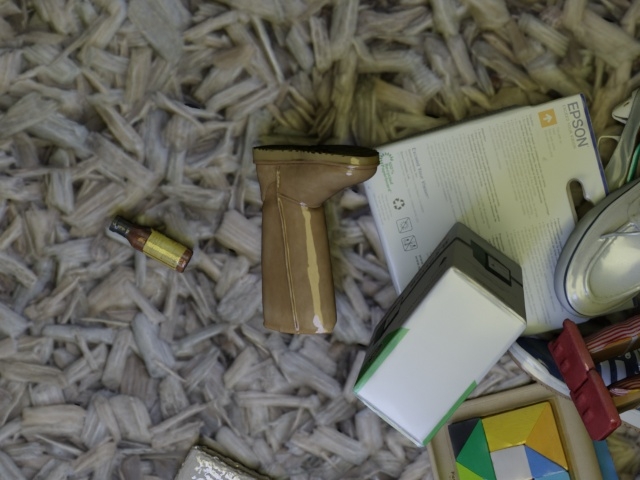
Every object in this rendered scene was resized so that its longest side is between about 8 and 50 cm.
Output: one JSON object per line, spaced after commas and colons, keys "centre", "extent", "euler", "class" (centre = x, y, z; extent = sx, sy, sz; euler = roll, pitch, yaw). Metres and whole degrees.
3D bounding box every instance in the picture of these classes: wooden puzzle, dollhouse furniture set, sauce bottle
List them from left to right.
{"centre": [-0.252, 0.002, 1.828], "extent": [0.128, 0.042, 0.042], "euler": [30, 103, -2], "class": "sauce bottle"}
{"centre": [0.282, 0.327, 1.796], "extent": [0.238, 0.044, 0.221], "euler": [-15, 70, 6], "class": "wooden puzzle"}
{"centre": [0.440, 0.111, 1.524], "extent": [0.201, 0.374, 0.152], "euler": [-18, 70, -11], "class": "dollhouse furniture set"}

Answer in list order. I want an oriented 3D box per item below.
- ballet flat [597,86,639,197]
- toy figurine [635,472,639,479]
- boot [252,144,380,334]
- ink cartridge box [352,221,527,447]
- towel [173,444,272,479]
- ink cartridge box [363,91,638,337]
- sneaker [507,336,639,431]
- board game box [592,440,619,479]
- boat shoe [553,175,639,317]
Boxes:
{"centre": [0.428, -0.151, 1.718], "extent": [0.068, 0.072, 0.213], "euler": [24, 102, 21], "class": "ballet flat"}
{"centre": [0.505, 0.459, 1.766], "extent": [0.213, 0.209, 0.148], "euler": [36, 113, -4], "class": "toy figurine"}
{"centre": [0.000, 0.000, 1.745], "extent": [0.236, 0.089, 0.269], "euler": [7, 105, 48], "class": "boot"}
{"centre": [0.160, 0.114, 1.619], "extent": [0.121, 0.289, 0.211], "euler": [37, 104, -1], "class": "ink cartridge box"}
{"centre": [-0.112, 0.450, 1.909], "extent": [0.282, 0.049, 0.187], "euler": [28, 102, 0], "class": "towel"}
{"centre": [0.251, -0.018, 1.761], "extent": [0.330, 0.071, 0.324], "euler": [-15, 101, 7], "class": "ink cartridge box"}
{"centre": [0.413, 0.163, 1.756], "extent": [0.282, 0.099, 0.153], "euler": [26, 107, -15], "class": "sneaker"}
{"centre": [0.369, 0.352, 1.821], "extent": [0.133, 0.033, 0.169], "euler": [-17, 62, 6], "class": "board game box"}
{"centre": [0.481, -0.022, 1.644], "extent": [0.367, 0.156, 0.136], "euler": [-38, 106, -6], "class": "boat shoe"}
